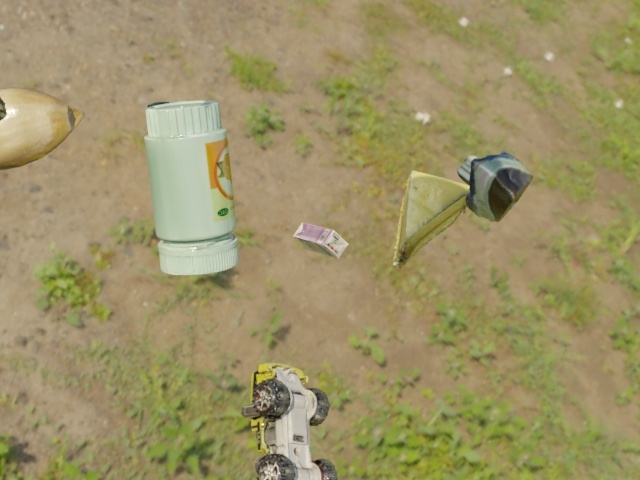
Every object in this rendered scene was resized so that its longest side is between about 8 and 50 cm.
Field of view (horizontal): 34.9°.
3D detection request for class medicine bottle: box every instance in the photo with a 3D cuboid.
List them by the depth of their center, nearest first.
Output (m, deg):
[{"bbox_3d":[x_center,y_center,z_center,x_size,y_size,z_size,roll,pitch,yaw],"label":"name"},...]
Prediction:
[{"bbox_3d":[-0.246,-0.105,1.938,0.158,0.318,0.158,-5,14,1],"label":"medicine bottle"}]

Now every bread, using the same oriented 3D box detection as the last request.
[{"bbox_3d":[0.206,-0.054,1.998,0.178,0.266,0.142,-23,81,-7],"label":"bread"}]

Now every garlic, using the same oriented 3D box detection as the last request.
[{"bbox_3d":[-0.636,-0.195,2.032,0.196,0.338,0.151,-1,76,-50],"label":"garlic"}]

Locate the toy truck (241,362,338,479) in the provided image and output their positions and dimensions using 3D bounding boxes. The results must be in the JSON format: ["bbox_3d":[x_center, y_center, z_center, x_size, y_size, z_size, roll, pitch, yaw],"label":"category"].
[{"bbox_3d":[-0.054,0.335,1.612,0.136,0.111,0.286,19,58,-45],"label":"toy truck"}]

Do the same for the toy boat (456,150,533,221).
[{"bbox_3d":[0.279,-0.100,1.690,0.115,0.114,0.262,39,3,8],"label":"toy boat"}]

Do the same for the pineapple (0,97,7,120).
[{"bbox_3d":[-0.354,-0.150,0.907,0.159,0.074,0.074,44,28,-23],"label":"pineapple"}]

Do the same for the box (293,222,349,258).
[{"bbox_3d":[0.000,0.000,1.914,0.050,0.036,0.117,43,-15,-27],"label":"box"}]
